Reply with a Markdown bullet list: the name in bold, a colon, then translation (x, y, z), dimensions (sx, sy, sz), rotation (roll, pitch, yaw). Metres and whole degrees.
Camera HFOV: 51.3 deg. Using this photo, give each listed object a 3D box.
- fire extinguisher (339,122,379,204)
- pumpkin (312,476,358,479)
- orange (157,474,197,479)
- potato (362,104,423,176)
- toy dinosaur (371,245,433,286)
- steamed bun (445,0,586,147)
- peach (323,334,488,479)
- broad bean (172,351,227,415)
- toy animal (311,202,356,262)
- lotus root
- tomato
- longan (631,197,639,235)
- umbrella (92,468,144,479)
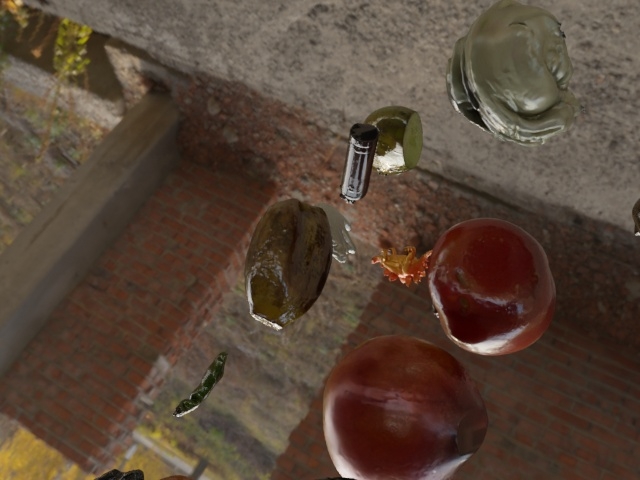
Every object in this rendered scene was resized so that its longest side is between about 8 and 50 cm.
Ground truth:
- **fire extinguisher**: translation (0.087, -0.181, 1.672), dimensions (0.089, 0.072, 0.268), rotation (48, 152, 27)
- **pumpkin**: translation (-0.013, 0.524, 1.166), dimensions (0.263, 0.292, 0.197), rotation (115, 134, -69)
- **orange**: translation (-0.290, 0.587, 1.327), dimensions (0.170, 0.224, 0.224), rotation (10, 149, 14)
- **potato**: translation (0.182, -0.254, 1.728), dimensions (0.176, 0.141, 0.298), rotation (23, 170, -1)
- **toy dinosaur**: translation (0.255, 0.076, 1.960), dimensions (0.288, 0.070, 0.117), rotation (-2, 94, 48)
- **steamed bun**: translation (0.359, -0.307, 1.291), dimensions (0.320, 0.206, 0.275), rotation (53, -171, -44)
- **peach**: translation (0.197, 0.408, 1.558), dimensions (0.388, 0.388, 0.388), rotation (27, 155, 14)
- **broad bean**: translation (-0.291, 0.365, 1.659), dimensions (0.046, 0.195, 0.061), rotation (35, 158, 16)
- **toy animal**: translation (0.000, 0.000, 2.239), dimensions (0.188, 0.308, 0.266), rotation (-21, 137, 10)
- **lotus root**: translation (-0.081, 0.058, 1.468), dimensions (0.193, 0.291, 0.193), rotation (9, 154, 4)
- **tomato**: translation (0.418, 0.116, 1.632), dimensions (0.289, 0.325, 0.293), rotation (-11, 142, 21)
- **longan**: translation (0.721, -0.050, 1.435), dimensions (0.092, 0.113, 0.113), rotation (10, 169, -31)
- **umbrella**: translation (-0.459, 0.526, 1.408), dimensions (0.235, 0.059, 0.066), rotation (-26, 151, 24)
